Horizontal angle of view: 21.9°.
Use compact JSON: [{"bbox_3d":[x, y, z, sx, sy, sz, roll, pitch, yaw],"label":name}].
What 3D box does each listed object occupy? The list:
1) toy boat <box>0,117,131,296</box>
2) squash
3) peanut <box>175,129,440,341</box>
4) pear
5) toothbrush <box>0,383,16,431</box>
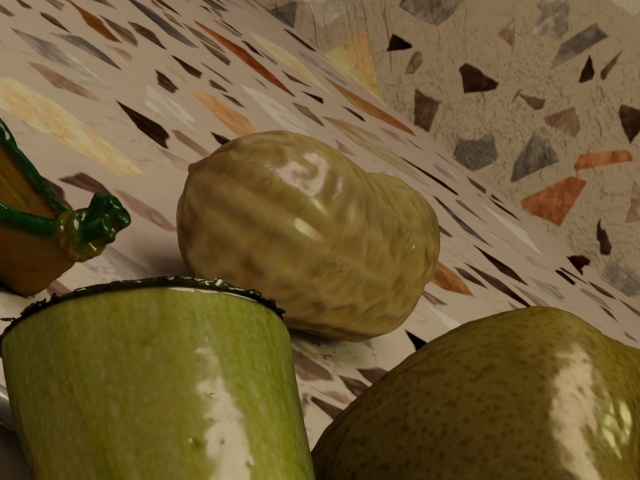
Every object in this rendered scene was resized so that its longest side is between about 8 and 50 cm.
[{"bbox_3d":[-0.195,-0.048,0.980,0.229,0.088,0.089,43,15,35],"label":"toy boat"},{"bbox_3d":[-0.050,0.114,0.636,0.137,0.137,0.287,28,23,-31],"label":"squash"},{"bbox_3d":[0.000,0.000,1.237,0.153,0.140,0.325,22,3,23],"label":"peanut"},{"bbox_3d":[0.094,0.153,0.718,0.188,0.211,0.228,-10,55,-52],"label":"pear"},{"bbox_3d":[-0.268,-0.001,0.735,0.386,0.040,0.040,36,11,-11],"label":"toothbrush"}]
